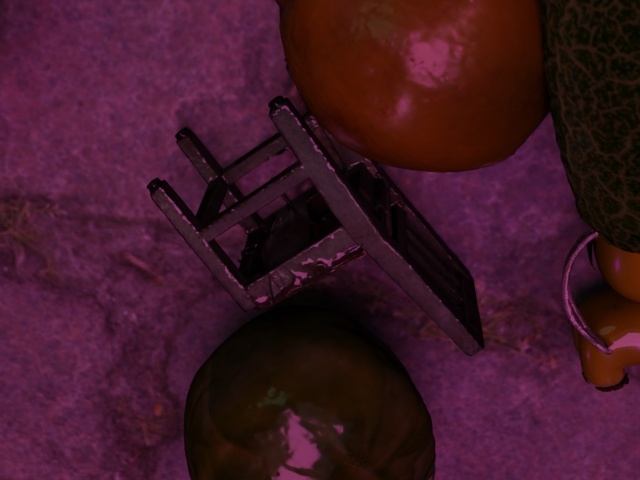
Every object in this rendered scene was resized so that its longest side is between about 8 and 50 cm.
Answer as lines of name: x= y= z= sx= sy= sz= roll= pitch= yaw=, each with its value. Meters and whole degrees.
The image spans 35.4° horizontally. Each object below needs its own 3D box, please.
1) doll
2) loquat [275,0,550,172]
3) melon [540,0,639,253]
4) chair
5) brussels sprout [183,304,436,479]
doll: x=0.268 y=0.014 z=0.845 sx=0.135 sy=0.143 sz=0.221 roll=-8 pitch=125 yaw=8
loquat: x=0.059 y=-0.157 z=0.719 sx=0.246 sy=0.213 sz=0.213 roll=20 pitch=115 yaw=-21
melon: x=0.279 y=-0.181 z=0.612 sx=0.331 sy=0.226 sz=0.343 roll=-11 pitch=130 yaw=34
chair: x=0.000 y=0.000 z=0.842 sx=0.147 sy=0.136 sz=0.270 roll=-32 pitch=111 yaw=18
brussels sprout: x=-0.002 y=0.186 z=0.895 sx=0.219 sy=0.210 sz=0.271 roll=-45 pitch=124 yaw=2
